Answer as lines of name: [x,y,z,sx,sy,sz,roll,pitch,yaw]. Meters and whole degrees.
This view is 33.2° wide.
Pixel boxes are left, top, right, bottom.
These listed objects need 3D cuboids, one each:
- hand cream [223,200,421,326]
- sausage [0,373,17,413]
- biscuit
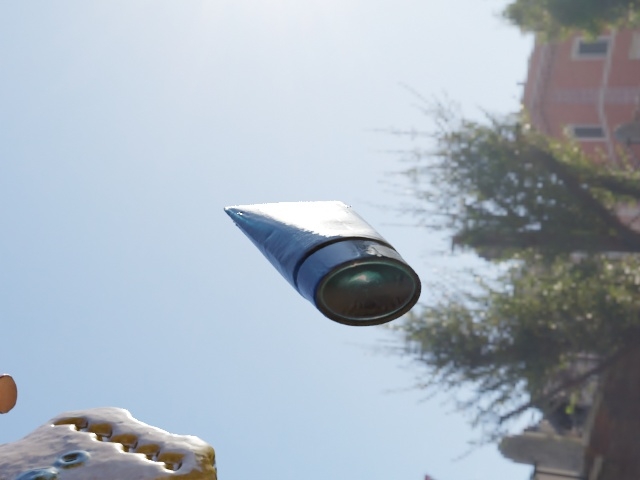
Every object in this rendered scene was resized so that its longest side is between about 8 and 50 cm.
hand cream: [0.000,0.000,0.921,0.270,0.120,0.061,-132,40,-66]
sausage: [-0.324,0.132,0.928,0.034,0.129,0.034,-2,-90,-68]
biscuit: [-0.152,0.136,0.482,0.225,0.166,0.036,-26,-62,-42]
